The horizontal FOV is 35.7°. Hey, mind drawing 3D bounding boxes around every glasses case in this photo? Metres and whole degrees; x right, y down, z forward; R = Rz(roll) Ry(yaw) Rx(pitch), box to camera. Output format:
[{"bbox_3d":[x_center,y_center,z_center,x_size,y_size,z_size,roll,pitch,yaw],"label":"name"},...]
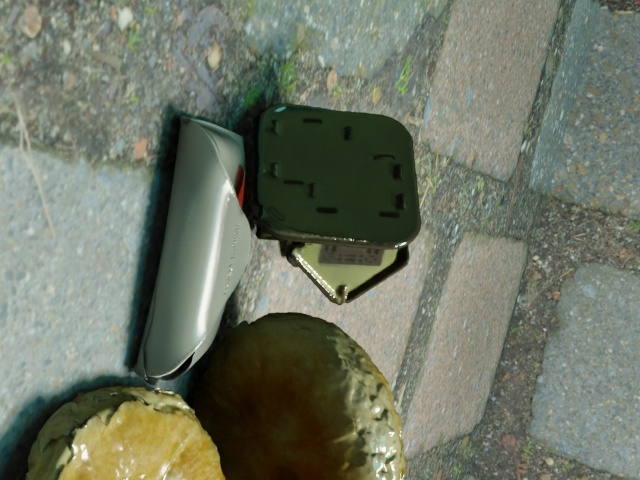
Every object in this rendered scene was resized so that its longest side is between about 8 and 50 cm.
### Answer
[{"bbox_3d":[-0.133,0.016,1.151,0.128,0.083,0.308,-11,115,-62],"label":"glasses case"}]

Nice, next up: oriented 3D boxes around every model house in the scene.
[{"bbox_3d":[0.000,0.000,1.275,0.279,0.204,0.218,103,-10,-48],"label":"model house"}]

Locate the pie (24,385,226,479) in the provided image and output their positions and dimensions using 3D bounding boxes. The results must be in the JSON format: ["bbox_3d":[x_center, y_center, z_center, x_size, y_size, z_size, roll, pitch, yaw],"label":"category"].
[{"bbox_3d":[-0.206,0.316,1.085,0.339,0.083,0.340,35,50,-56],"label":"pie"}]

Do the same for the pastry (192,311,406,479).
[{"bbox_3d":[-0.027,0.251,1.261,0.136,0.329,0.330,-11,115,-54],"label":"pastry"}]
